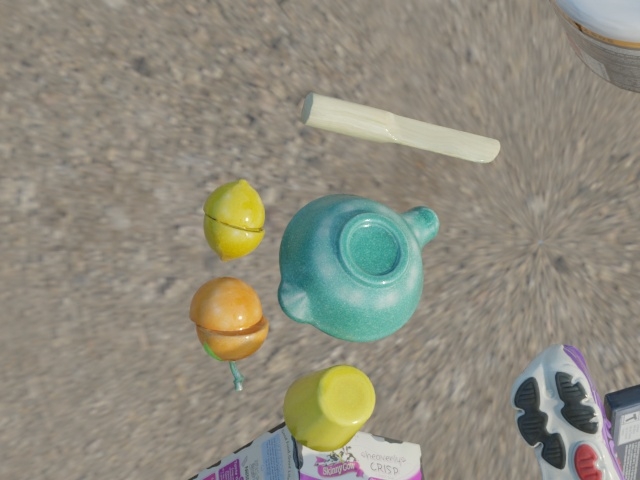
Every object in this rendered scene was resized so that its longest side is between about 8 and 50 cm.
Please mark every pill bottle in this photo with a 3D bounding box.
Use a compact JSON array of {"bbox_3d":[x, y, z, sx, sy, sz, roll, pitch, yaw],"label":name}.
[{"bbox_3d":[0.244,-0.194,1.326,0.162,0.278,0.162,-2,83,13],"label":"pill bottle"}]

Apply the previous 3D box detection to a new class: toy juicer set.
[{"bbox_3d":[0.000,0.000,1.575,0.209,0.089,0.329,32,63,-9],"label":"toy juicer set"}]

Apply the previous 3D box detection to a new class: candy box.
[{"bbox_3d":[-0.035,0.250,1.706,0.233,0.159,0.071,-36,51,40],"label":"candy box"}]

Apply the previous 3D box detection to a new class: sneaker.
[{"bbox_3d":[0.171,0.145,1.162,0.068,0.071,0.170,-6,104,23],"label":"sneaker"}]

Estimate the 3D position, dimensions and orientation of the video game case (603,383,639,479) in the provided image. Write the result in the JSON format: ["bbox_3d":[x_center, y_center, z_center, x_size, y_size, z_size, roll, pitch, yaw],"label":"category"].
[{"bbox_3d":[0.394,0.176,1.745,0.274,0.196,0.026,-15,49,-10],"label":"video game case"}]
